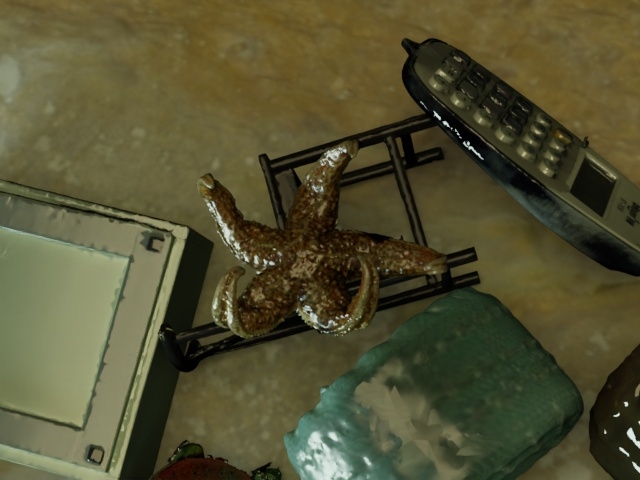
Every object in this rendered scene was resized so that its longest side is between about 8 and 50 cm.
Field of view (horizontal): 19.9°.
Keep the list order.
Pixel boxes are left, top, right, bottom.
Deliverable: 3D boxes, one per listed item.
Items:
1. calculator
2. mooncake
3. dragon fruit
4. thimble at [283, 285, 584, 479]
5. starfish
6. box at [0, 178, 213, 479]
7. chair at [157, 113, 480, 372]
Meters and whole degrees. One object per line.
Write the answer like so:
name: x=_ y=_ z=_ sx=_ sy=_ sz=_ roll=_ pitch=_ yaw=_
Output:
calculator: x=0.169 y=-0.075 z=1.467 sx=0.268 sy=0.177 sz=0.040 roll=42 pitch=112 yaw=0
mooncake: x=0.305 y=0.115 z=1.401 sx=0.228 sy=0.228 sz=0.124 roll=-41 pitch=70 yaw=1
dragon fruit: x=-0.123 y=0.245 z=1.500 sx=0.175 sy=0.142 sz=0.138 roll=-40 pitch=48 yaw=30
thimble: x=0.093 y=0.146 z=1.441 sx=0.235 sy=0.198 sz=0.143 roll=-31 pitch=75 yaw=-31
starfish: x=0.001 y=0.000 z=1.385 sx=0.190 sy=0.074 sz=0.146 roll=-1 pitch=81 yaw=4
box: x=-0.234 y=0.074 z=1.535 sx=0.225 sy=0.117 sz=0.225 roll=13 pitch=83 yaw=10
chair: x=-0.010 y=0.007 z=1.499 sx=0.260 sy=0.154 sz=0.141 roll=-16 pitch=79 yaw=3
